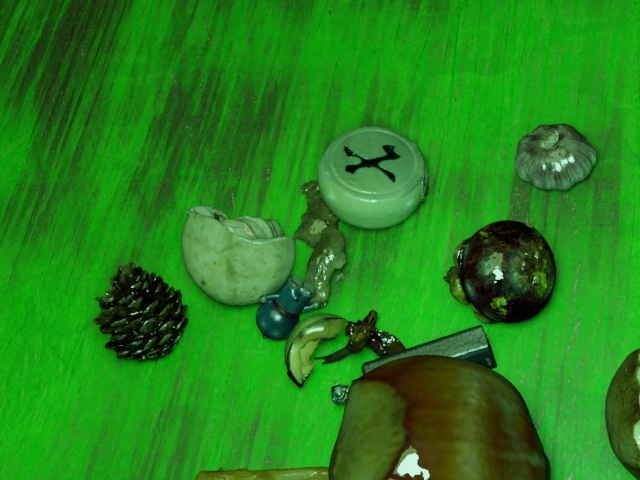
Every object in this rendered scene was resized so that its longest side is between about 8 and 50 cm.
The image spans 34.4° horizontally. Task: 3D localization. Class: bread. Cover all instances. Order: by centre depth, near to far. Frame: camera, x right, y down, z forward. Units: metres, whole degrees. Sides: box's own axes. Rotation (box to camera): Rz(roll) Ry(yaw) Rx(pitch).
[{"bbox_3d":[-0.103,0.476,1.899,0.271,0.077,0.139,-6,56,15],"label":"bread"}]

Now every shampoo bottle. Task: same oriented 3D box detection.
[{"bbox_3d":[0.167,0.242,1.920,0.310,0.098,0.071,-19,62,10],"label":"shampoo bottle"}]

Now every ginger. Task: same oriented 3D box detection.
[{"bbox_3d":[0.000,-0.002,2.128,0.122,0.084,0.290,-5,61,10],"label":"ginger"}]

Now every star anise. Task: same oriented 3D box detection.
[{"bbox_3d":[0.072,0.214,1.992,0.140,0.158,0.144,47,118,43],"label":"star anise"}]

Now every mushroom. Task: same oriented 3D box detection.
[{"bbox_3d":[0.600,0.275,1.684,0.302,0.232,0.208,-14,23,-15],"label":"mushroom"},{"bbox_3d":[-0.169,0.039,2.130,0.254,0.195,0.188,25,106,27],"label":"mushroom"}]

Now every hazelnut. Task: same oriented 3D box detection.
[{"bbox_3d":[0.189,0.368,1.713,0.366,0.366,0.365,-9,59,15],"label":"hazelnut"}]

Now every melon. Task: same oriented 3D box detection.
[{"bbox_3d":[-0.030,0.193,2.006,0.160,0.079,0.128,-57,19,4],"label":"melon"}]

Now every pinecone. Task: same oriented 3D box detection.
[{"bbox_3d":[-0.375,0.150,2.111,0.179,0.204,0.184,9,63,46],"label":"pinecone"}]

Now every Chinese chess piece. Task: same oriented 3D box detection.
[{"bbox_3d":[0.111,-0.133,2.119,0.238,0.092,0.237,0,51,0],"label":"Chinese chess piece"}]

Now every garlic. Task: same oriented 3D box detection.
[{"bbox_3d":[0.460,-0.168,2.042,0.159,0.102,0.147,17,70,28],"label":"garlic"}]

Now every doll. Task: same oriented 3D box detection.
[{"bbox_3d":[-0.073,0.140,2.059,0.152,0.114,0.085,-56,14,23],"label":"doll"}]

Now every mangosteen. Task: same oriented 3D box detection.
[{"bbox_3d":[0.328,0.062,1.931,0.217,0.192,0.192,-13,52,51],"label":"mangosteen"}]
